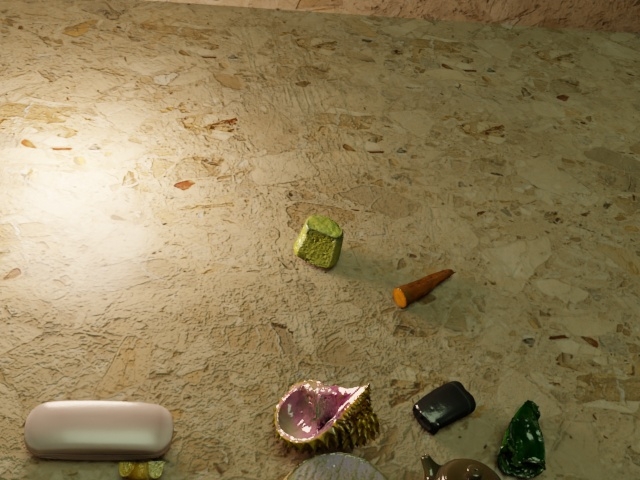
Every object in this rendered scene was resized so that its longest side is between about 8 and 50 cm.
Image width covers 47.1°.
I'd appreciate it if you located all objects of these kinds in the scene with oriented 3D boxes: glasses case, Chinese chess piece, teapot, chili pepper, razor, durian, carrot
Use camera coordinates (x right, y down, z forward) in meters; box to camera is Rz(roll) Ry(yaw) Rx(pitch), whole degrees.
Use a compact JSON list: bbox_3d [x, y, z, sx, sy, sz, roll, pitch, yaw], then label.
[{"bbox_3d":[-0.454,0.392,1.517,0.296,0.075,0.113,5,45,-12],"label":"glasses case"},{"bbox_3d":[0.032,0.559,1.460,0.269,0.112,0.270,8,44,-8],"label":"Chinese chess piece"},{"bbox_3d":[0.306,0.532,1.485,0.267,0.175,0.185,29,40,33],"label":"teapot"},{"bbox_3d":[0.479,0.461,1.714,0.108,0.062,0.216,30,46,5],"label":"chili pepper"},{"bbox_3d":[0.291,0.391,1.733,0.148,0.054,0.090,-20,51,-31],"label":"razor"},{"bbox_3d":[-0.001,0.389,1.564,0.186,0.260,0.154,-26,101,-20],"label":"durian"},{"bbox_3d":[0.289,0.117,2.004,0.224,0.057,0.057,-23,56,-36],"label":"carrot"}]

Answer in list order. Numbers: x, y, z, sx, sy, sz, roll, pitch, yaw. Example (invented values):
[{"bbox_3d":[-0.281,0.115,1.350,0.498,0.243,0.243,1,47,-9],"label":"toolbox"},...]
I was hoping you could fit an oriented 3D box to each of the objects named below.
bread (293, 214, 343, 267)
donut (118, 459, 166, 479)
[{"bbox_3d":[0.000,0.000,1.995,0.129,0.114,0.111,19,38,-1],"label":"bread"},{"bbox_3d":[-0.363,0.464,1.483,0.083,0.067,0.038,24,54,-40],"label":"donut"}]
